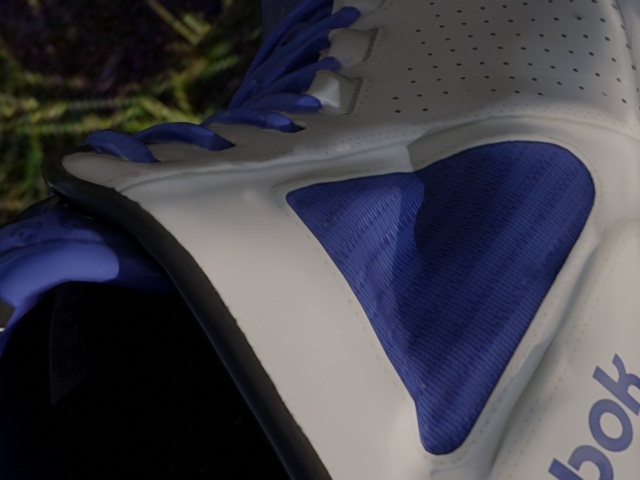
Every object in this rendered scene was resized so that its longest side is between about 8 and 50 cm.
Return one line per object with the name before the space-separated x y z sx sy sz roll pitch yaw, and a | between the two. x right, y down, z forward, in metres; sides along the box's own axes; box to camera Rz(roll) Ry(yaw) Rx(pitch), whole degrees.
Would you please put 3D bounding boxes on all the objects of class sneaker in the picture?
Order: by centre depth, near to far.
sneaker | 0.000 0.001 0.428 0.182 0.315 0.127 17 130 -26
